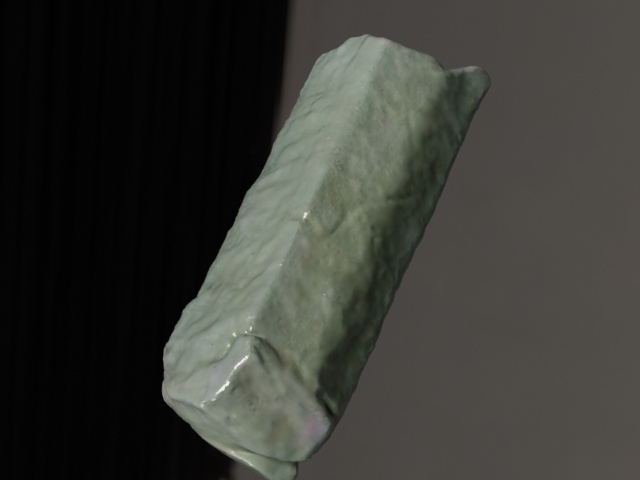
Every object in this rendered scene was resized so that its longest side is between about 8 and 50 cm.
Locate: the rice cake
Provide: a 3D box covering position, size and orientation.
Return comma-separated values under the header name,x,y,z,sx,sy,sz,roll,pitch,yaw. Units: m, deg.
name,x,y,z,sx,sy,sz,roll,pitch,yaw
rice cake,0.000,0.000,0.803,0.069,0.206,0.063,38,-28,-30
